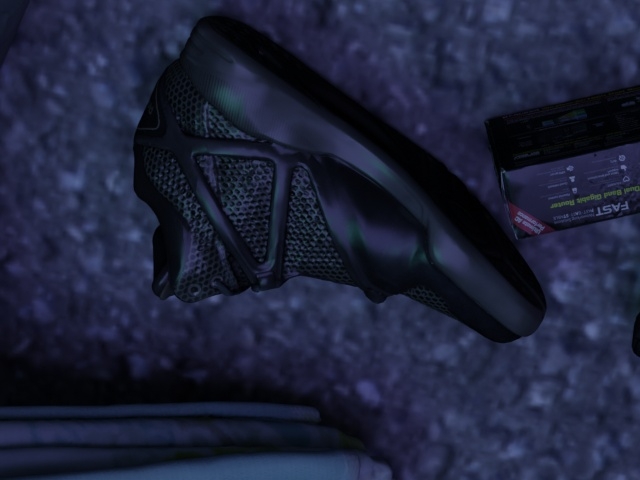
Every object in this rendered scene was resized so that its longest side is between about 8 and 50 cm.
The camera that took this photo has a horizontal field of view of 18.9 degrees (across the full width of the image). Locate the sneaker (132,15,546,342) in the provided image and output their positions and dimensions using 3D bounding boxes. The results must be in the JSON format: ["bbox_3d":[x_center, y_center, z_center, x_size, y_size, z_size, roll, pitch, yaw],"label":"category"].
[{"bbox_3d":[0.000,0.000,0.978,0.227,0.087,0.130,34,109,-9],"label":"sneaker"}]

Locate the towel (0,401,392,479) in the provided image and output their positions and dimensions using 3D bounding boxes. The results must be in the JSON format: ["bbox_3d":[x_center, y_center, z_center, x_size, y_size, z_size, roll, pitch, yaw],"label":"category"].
[{"bbox_3d":[-0.164,0.234,0.987,0.375,0.090,0.320,1,117,-27],"label":"towel"}]

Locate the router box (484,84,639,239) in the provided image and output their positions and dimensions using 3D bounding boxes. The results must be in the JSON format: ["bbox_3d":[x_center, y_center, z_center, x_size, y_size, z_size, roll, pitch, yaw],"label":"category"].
[{"bbox_3d":[0.147,-0.044,0.954,0.122,0.092,0.038,-12,110,5],"label":"router box"}]

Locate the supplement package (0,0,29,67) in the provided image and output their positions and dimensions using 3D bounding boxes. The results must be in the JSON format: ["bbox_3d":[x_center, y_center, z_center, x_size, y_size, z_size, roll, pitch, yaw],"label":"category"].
[{"bbox_3d":[-0.225,-0.065,0.863,0.134,0.244,0.139,24,104,-9],"label":"supplement package"}]

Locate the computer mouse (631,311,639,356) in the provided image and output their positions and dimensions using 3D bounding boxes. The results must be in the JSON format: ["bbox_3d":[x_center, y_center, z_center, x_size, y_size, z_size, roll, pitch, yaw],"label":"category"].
[{"bbox_3d":[0.258,-0.010,0.925,0.262,0.184,0.060,-36,65,13],"label":"computer mouse"}]
